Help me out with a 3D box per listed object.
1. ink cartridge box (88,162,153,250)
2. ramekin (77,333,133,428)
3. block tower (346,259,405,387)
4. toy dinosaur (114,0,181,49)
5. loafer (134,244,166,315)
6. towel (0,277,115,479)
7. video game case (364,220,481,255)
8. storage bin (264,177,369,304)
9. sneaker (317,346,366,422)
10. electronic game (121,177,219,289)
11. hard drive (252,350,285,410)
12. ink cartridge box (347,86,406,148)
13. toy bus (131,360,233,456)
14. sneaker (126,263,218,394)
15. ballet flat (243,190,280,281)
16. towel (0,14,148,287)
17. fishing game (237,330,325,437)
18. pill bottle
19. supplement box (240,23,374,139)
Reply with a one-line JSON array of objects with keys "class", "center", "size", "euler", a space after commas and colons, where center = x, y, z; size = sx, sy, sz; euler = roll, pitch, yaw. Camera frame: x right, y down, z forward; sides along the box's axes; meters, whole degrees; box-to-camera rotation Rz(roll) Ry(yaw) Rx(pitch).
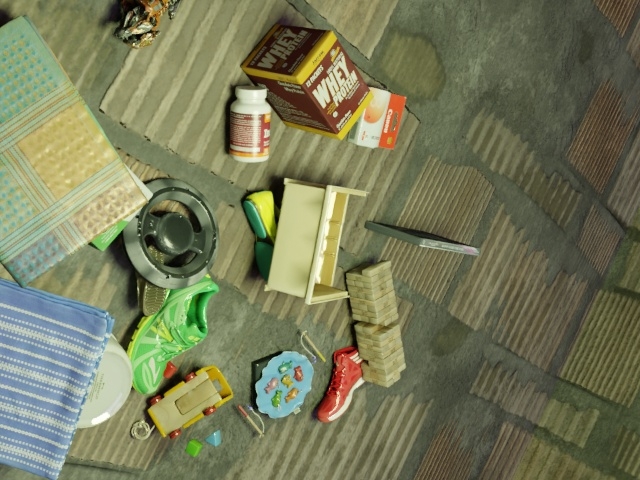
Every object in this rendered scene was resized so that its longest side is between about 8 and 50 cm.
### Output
[{"class": "ink cartridge box", "center": [-0.436, -0.106, 1.391], "size": [0.153, 0.087, 0.208], "euler": [-52, 133, -15]}, {"class": "ramekin", "center": [-0.471, 0.273, 1.497], "size": [0.207, 0.109, 0.207], "euler": [-19, 119, -38]}, {"class": "block tower", "center": [0.150, 0.219, 2.042], "size": [0.091, 0.097, 0.335], "euler": [-26, 114, -43]}, {"class": "toy dinosaur", "center": [-0.304, -0.513, 1.346], "size": [0.218, 0.164, 0.321], "euler": [20, 73, -61]}, {"class": "loafer", "center": [-0.352, 0.081, 1.560], "size": [0.056, 0.050, 0.148], "euler": [4, 91, -45]}, {"class": "towel", "center": [-0.540, 0.250, 1.375], "size": [0.243, 0.040, 0.336], "euler": [19, 93, -6]}, {"class": "video game case", "center": [0.278, -0.005, 2.041], "size": [0.274, 0.196, 0.026], "euler": [10, 97, -45]}, {"class": "storage bin", "center": [0.000, 0.000, 1.768], "size": [0.260, 0.123, 0.262], "euler": [0, 101, -65]}, {"class": "sneaker", "center": [0.043, 0.380, 2.070], "size": [0.221, 0.087, 0.128], "euler": [-51, 127, -33]}, {"class": "electronic game", "center": [-0.302, -0.014, 1.546], "size": [0.229, 0.048, 0.229], "euler": [9, 77, -43]}, {"class": "hard drive", "center": [-0.131, 0.355, 1.920], "size": [0.094, 0.022, 0.135], "euler": [-16, 117, -39]}, {"class": "ink cartridge box", "center": [0.155, -0.304, 1.912], "size": [0.179, 0.045, 0.145], "euler": [3, 105, -42]}, {"class": "toy bus", "center": [-0.297, 0.367, 1.702], "size": [0.104, 0.202, 0.191], "euler": [6, 96, -76]}, {"class": "sneaker", "center": [-0.312, 0.196, 1.598], "size": [0.295, 0.123, 0.109], "euler": [-65, 157, -1]}, {"class": "ballet flat", "center": [-0.115, -0.012, 1.750], "size": [0.077, 0.077, 0.231], "euler": [-33, 125, -33]}, {"class": "towel", "center": [-0.495, -0.144, 1.256], "size": [0.271, 0.040, 0.370], "euler": [-38, 110, -20]}, {"class": "fishing game", "center": [-0.085, 0.373, 1.926], "size": [0.264, 0.041, 0.189], "euler": [-45, 130, -21]}, {"class": "pill bottle", "center": [-0.149, -0.248, 1.610], "size": [0.086, 0.086, 0.152], "euler": [-14, 116, -40]}, {"class": "supplement box", "center": [-0.027, -0.339, 1.615], "size": [0.129, 0.191, 0.194], "euler": [-54, 134, -14]}]
